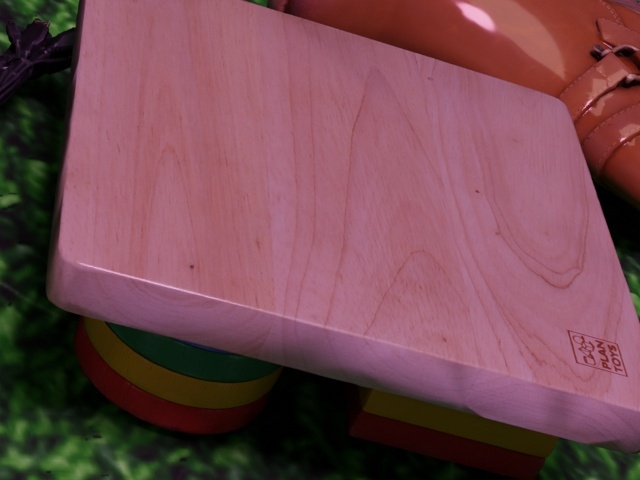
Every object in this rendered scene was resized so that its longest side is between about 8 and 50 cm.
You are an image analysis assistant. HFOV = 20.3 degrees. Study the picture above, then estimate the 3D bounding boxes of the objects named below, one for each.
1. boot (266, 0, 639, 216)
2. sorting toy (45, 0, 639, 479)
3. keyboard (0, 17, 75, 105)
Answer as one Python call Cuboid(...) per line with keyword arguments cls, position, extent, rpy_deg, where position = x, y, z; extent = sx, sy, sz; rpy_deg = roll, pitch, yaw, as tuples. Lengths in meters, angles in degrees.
Cuboid(cls="boot", position=(0.124, -0.083, 1.034), extent=(0.283, 0.109, 0.220), rpy_deg=(7, 39, -39))
Cuboid(cls="sorting toy", position=(0.000, 0.000, 0.814), extent=(0.256, 0.089, 0.257), rpy_deg=(15, 33, -14))
Cuboid(cls="keyboard", position=(-0.229, -0.091, 0.852), extent=(0.202, 0.033, 0.317), rpy_deg=(21, 31, 7))
